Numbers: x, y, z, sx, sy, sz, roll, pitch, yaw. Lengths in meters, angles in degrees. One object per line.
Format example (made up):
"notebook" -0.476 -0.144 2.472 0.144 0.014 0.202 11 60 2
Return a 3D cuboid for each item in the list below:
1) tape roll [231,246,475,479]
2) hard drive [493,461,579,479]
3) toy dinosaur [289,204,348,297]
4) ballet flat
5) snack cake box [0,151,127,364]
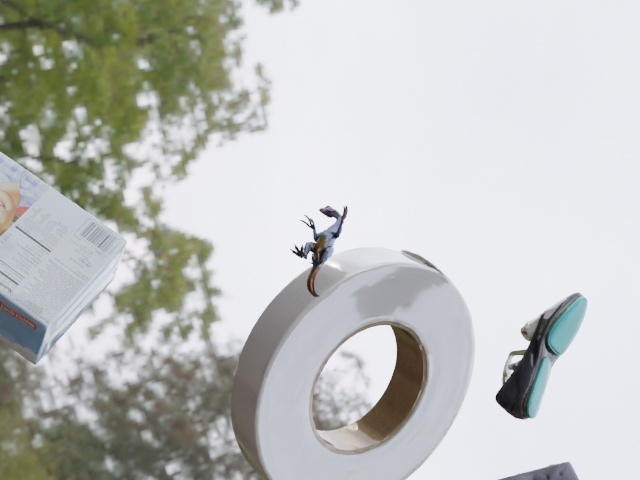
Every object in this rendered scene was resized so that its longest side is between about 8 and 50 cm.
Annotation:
"tape roll" 0.053 0.197 1.889 0.072 0.392 0.392 30 -54 50
"hard drive" 0.164 0.318 1.045 0.054 0.172 0.254 115 -39 -65
"toy dinosaur" 0.000 0.000 1.397 0.047 0.082 0.090 18 -62 19
"ballet flat" 0.298 0.151 1.825 0.074 0.203 0.074 26 -20 10
"snack cake box" -0.367 -0.006 1.450 0.264 0.152 0.089 35 -38 4
